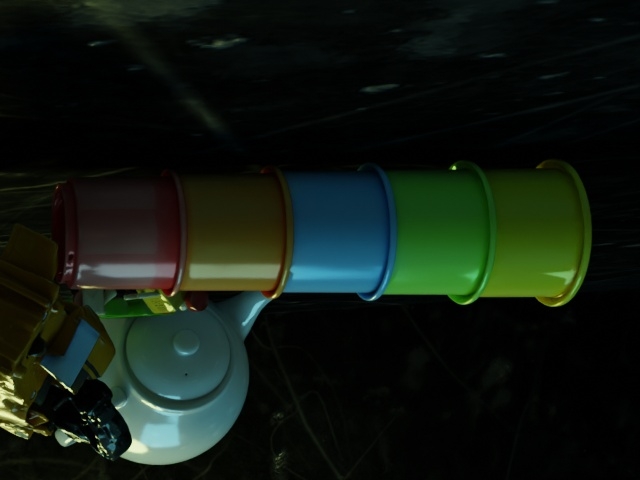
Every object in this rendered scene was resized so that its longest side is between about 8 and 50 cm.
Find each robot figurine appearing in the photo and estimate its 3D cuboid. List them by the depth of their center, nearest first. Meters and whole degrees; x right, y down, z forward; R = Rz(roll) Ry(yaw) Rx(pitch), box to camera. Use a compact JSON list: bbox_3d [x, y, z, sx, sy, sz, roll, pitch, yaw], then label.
[{"bbox_3d":[-0.193,0.043,0.737,0.211,0.085,0.291,26,166,2],"label":"robot figurine"}]

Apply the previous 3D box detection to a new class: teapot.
[{"bbox_3d":[-0.201,0.162,1.765,0.252,0.256,0.187,12,155,-16],"label":"teapot"}]

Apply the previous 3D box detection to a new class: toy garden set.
[{"bbox_3d":[-0.270,0.063,1.571,0.244,0.049,0.204,2,174,-43],"label":"toy garden set"}]

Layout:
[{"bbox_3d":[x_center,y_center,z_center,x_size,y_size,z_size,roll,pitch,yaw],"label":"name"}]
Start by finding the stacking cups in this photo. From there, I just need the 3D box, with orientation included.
[{"bbox_3d":[0.000,0.000,0.824,0.316,0.096,0.096,-2,174,-16],"label":"stacking cups"}]
